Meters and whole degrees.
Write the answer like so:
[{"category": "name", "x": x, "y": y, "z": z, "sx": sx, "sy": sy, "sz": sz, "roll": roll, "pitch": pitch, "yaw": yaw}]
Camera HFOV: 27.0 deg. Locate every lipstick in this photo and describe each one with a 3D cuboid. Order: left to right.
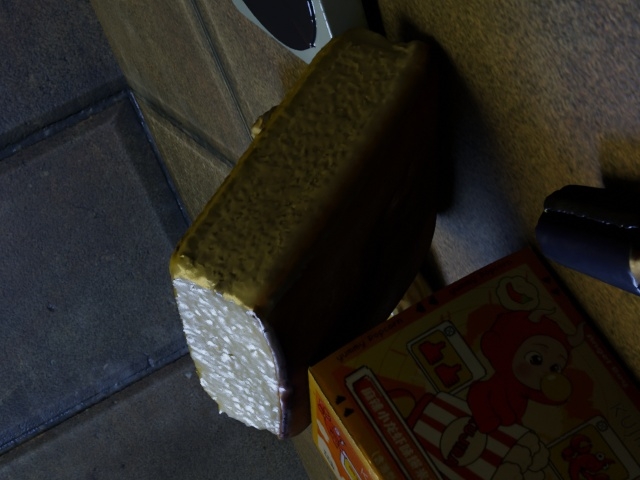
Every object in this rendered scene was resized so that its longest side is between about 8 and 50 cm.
[{"category": "lipstick", "x": 0.268, "y": 0.017, "z": 0.888, "sx": 0.077, "sy": 0.077, "sz": 0.418, "roll": 65, "pitch": 166, "yaw": -16}]

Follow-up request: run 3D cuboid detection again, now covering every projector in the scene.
[{"category": "projector", "x": -0.045, "y": -0.315, "z": 1.399, "sx": 0.257, "sy": 0.079, "sz": 0.259, "roll": 43, "pitch": 161, "yaw": 44}]

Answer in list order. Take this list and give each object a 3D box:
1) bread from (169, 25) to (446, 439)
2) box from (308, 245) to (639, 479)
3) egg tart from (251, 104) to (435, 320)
[{"category": "bread", "x": 0.000, "y": 0.000, "z": 1.332, "sx": 0.143, "sy": 0.333, "sz": 0.323, "roll": 25, "pitch": 155, "yaw": 18}, {"category": "box", "x": 0.166, "y": 0.206, "z": 1.276, "sx": 0.283, "sy": 0.259, "sz": 0.214, "roll": 55, "pitch": 164, "yaw": 25}, {"category": "egg tart", "x": -0.002, "y": 0.035, "z": 1.775, "sx": 0.443, "sy": 0.178, "sz": 0.443, "roll": 57, "pitch": 169, "yaw": 18}]
